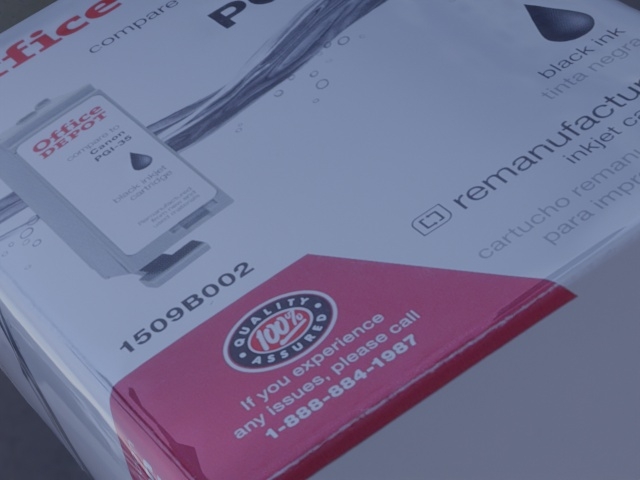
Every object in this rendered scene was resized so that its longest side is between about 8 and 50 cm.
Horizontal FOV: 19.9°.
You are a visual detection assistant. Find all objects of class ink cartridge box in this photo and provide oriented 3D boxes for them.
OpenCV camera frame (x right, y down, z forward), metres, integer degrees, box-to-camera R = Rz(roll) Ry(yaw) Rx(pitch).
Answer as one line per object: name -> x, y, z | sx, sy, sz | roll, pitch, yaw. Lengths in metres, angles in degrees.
ink cartridge box -> 0.000, 0.000, 0.594 | 0.283, 0.207, 0.117 | 38, 156, 50

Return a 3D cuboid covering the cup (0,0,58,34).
cup -> -0.228, -0.130, 1.214 | 0.331, 0.331, 0.237 | 3, 67, 65
